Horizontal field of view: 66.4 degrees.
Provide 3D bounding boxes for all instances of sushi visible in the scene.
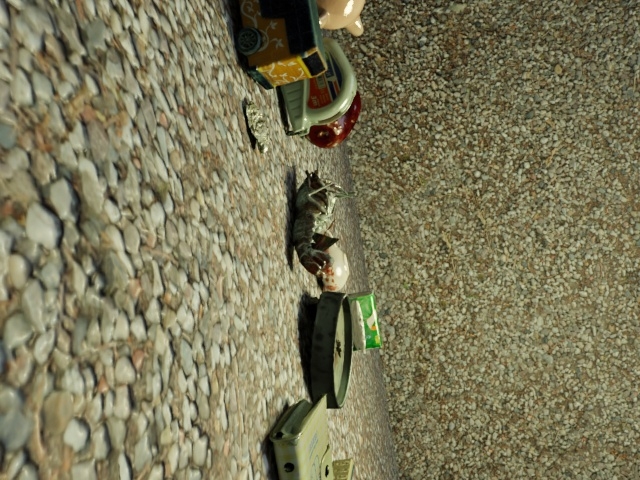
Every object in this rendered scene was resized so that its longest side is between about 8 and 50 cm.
[{"bbox_3d":[-0.009,0.203,1.388,0.046,0.044,0.083,-88,163,-53],"label":"sushi"}]

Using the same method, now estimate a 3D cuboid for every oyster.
[{"bbox_3d":[-0.140,-0.260,1.105,0.098,0.037,0.100,-89,166,-47],"label":"oyster"}]

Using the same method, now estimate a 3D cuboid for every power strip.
[{"bbox_3d":[0.056,0.637,1.320,0.123,0.056,0.032,-42,121,-78],"label":"power strip"}]

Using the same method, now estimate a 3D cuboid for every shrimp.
[{"bbox_3d":[-0.006,-0.074,1.390,0.411,0.165,0.221,-71,-175,-46],"label":"shrimp"}]

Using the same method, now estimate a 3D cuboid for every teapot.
[{"bbox_3d":[0.034,0.076,1.624,0.159,0.116,0.246,-14,89,-69],"label":"teapot"}]

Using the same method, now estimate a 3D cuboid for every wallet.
[{"bbox_3d":[-0.021,0.491,0.973,0.223,0.077,0.310,-26,109,-76],"label":"wallet"}]

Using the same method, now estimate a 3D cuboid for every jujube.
[{"bbox_3d":[0.033,-0.470,1.773,0.318,0.222,0.223,-77,157,-44],"label":"jujube"}]

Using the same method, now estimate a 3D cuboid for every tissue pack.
[{"bbox_3d":[0.147,0.312,1.859,0.156,0.147,0.209,-26,107,-81],"label":"tissue pack"}]

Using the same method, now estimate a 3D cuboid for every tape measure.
[{"bbox_3d":[-0.015,-0.463,1.475,0.125,0.246,0.243,-37,111,-83],"label":"tape measure"}]

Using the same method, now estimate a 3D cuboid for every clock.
[{"bbox_3d":[0.037,0.304,1.364,0.325,0.067,0.326,1,90,-78],"label":"clock"}]

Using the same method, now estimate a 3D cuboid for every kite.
[{"bbox_3d":[0.000,0.000,1.465,0.010,0.159,0.190,37,-10,-29],"label":"kite"}]

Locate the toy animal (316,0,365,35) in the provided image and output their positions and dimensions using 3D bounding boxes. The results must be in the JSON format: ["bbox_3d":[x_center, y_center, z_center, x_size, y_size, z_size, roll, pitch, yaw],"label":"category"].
[{"bbox_3d":[-0.024,-0.669,1.337,0.237,0.326,0.270,-20,85,-49],"label":"toy animal"}]

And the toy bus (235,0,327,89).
[{"bbox_3d":[-0.100,-0.547,1.151,0.162,0.194,0.324,-1,82,-79],"label":"toy bus"}]
